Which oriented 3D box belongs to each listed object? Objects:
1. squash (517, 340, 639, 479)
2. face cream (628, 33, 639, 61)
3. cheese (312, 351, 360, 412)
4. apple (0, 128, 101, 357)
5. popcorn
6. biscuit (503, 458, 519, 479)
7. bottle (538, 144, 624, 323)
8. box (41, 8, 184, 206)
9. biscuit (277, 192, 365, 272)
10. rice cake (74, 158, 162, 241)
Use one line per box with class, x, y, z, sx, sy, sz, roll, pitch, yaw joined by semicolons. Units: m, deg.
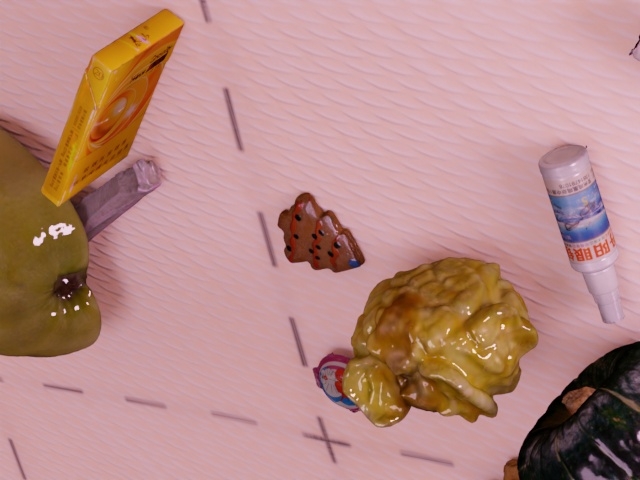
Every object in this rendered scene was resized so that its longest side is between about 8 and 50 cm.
squash;0.342;0.228;1.797;0.165;0.252;0.252;52;137;1
face cream;0.431;-0.153;1.593;0.244;0.058;0.092;32;129;7
cheese;0.051;0.198;2.150;0.145;0.038;0.095;6;124;35
apple;-0.481;0.006;2.339;0.360;0.311;0.320;29;179;35
popcorn;0.145;0.129;1.900;0.235;0.217;0.181;12;132;45
biscuit;0.288;0.399;2.121;0.184;0.035;0.249;28;134;18
bottle;0.305;-0.003;1.795;0.060;0.060;0.217;-2;120;38
box;-0.273;-0.170;2.044;0.043;0.152;0.269;38;136;8
biscuit;0.000;0.000;2.057;0.130;0.019;0.119;27;134;19
rice cake;-0.305;-0.047;2.236;0.270;0.049;0.055;-34;75;46
